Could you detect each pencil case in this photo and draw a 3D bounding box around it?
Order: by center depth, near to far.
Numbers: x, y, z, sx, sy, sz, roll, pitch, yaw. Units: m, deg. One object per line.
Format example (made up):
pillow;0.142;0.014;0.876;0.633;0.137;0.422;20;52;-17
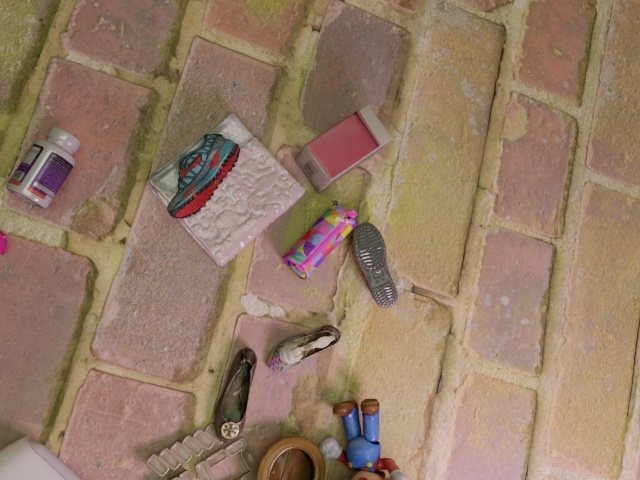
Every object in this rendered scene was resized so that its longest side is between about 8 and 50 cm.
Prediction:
pencil case;0.000;0.000;1.659;0.104;0.104;0.236;43;75;-5

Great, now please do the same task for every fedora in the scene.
fedora;-0.083;0.612;1.552;0.195;0.079;0.194;3;78;-16

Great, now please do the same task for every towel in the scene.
towel;-0.259;-0.147;1.638;0.332;0.053;0.317;-43;94;-16

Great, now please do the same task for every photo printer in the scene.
photo printer;-0.680;0.634;1.370;0.307;0.107;0.256;46;73;-5

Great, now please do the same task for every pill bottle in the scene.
pill bottle;-0.695;-0.187;1.495;0.108;0.108;0.193;29;75;-9

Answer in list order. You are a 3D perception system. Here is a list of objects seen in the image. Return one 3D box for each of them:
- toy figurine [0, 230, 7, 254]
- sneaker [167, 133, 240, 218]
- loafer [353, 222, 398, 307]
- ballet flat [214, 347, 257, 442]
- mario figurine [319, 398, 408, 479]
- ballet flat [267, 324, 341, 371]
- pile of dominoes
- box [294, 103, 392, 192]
toy figurine;-0.849;0.027;1.436;0.173;0.130;0.159;23;60;14
sneaker;-0.331;-0.174;1.563;0.125;0.104;0.261;32;71;11
loafer;0.149;0.072;1.697;0.095;0.087;0.250;-15;90;-8
ballet flat;-0.218;0.406;1.553;0.084;0.058;0.249;20;74;-16
mario figurine;0.114;0.590;1.555;0.170;0.198;0.320;-4;78;-29
ballet flat;-0.042;0.292;1.613;0.222;0.079;0.076;-22;88;-17
pile of dominoes;-0.302;0.590;1.529;0.251;0.040;0.195;-25;86;-25
box;0.063;-0.262;1.693;0.232;0.149;0.126;-36;91;-18
